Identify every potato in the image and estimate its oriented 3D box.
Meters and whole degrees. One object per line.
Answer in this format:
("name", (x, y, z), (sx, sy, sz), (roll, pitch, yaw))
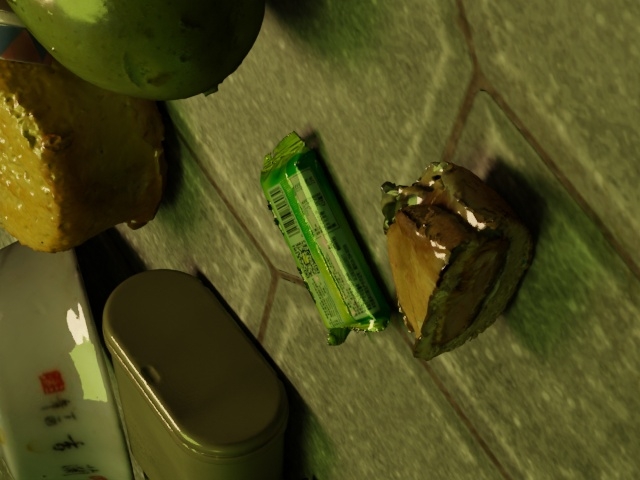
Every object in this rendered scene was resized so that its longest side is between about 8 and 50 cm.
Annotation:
("potato", (-0.158, -0.245, 1.342), (0.216, 0.216, 0.304), (104, 144, -56))

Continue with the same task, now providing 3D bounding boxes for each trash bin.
("trash bin", (-0.124, 0.188, 1.818), (0.243, 0.121, 0.247), (49, 156, 32))

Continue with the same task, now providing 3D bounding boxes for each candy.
("candy", (0.001, 0.000, 1.467), (0.178, 0.032, 0.102), (65, 153, 2))

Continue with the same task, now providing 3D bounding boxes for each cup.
("cup", (-0.335, 0.144, 2.035), (0.347, 0.163, 0.347), (166, 90, -81))

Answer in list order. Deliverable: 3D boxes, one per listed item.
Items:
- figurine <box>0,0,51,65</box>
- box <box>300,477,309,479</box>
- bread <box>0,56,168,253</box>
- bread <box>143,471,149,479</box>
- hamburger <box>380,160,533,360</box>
("figurine", (-0.271, -0.292, 1.576), (0.161, 0.158, 0.275), (-9, 106, 20))
("box", (-0.038, 0.456, 1.789), (0.251, 0.204, 0.345), (50, 153, 30))
("bread", (-0.234, -0.086, 1.720), (0.147, 0.160, 0.260), (43, 146, 31))
("bread", (-0.159, 0.267, 2.034), (0.139, 0.060, 0.178), (54, 155, 22))
("hamburger", (0.091, 0.000, 1.225), (0.176, 0.087, 0.102), (95, 154, -61))
